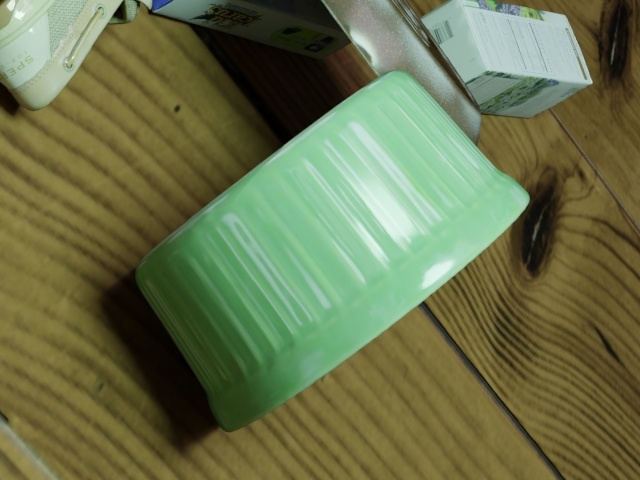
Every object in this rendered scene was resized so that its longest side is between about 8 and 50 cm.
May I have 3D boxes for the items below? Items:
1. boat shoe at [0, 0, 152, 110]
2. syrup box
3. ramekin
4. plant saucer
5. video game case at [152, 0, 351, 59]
[{"bbox_3d":[-0.189,-0.220,1.372,0.098,0.109,0.302,53,41,-22],"label":"boat shoe"},{"bbox_3d":[0.200,-0.204,1.868,0.237,0.093,0.096,-2,69,-53],"label":"syrup box"},{"bbox_3d":[0.000,0.000,1.304,0.148,0.303,0.303,52,35,-2],"label":"ramekin"},{"bbox_3d":[0.057,-0.199,1.502,0.310,0.050,0.310,52,10,-14],"label":"plant saucer"},{"bbox_3d":[-0.088,-0.324,1.605,0.244,0.061,0.269,9,60,-51],"label":"video game case"}]
